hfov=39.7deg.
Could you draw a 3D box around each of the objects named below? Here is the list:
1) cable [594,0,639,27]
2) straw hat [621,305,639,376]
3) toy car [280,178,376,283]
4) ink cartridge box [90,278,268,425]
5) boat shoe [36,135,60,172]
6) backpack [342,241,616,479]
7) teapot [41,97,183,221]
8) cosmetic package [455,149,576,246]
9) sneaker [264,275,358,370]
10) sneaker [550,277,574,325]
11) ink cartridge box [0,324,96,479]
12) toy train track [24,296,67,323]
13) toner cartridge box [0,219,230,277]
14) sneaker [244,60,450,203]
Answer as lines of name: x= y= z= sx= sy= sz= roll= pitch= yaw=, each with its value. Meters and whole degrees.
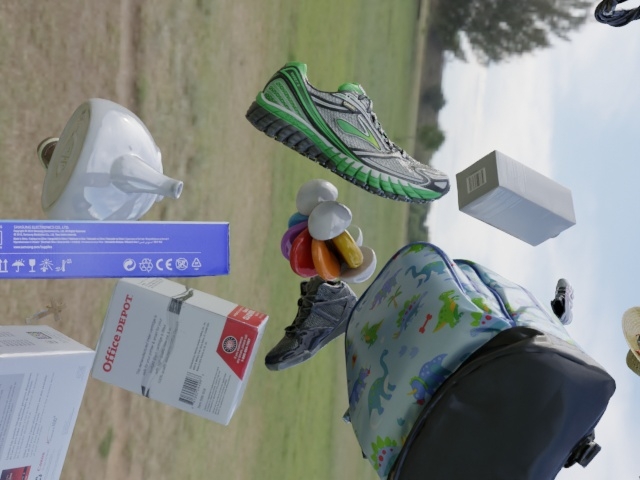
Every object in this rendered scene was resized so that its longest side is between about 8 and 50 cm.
cable: x=0.604 y=-0.451 z=1.643 sx=0.150 sy=0.185 sz=0.047 roll=82 pitch=-13 yaw=-71
straw hat: x=0.482 y=0.170 z=1.302 sx=0.144 sy=0.145 sz=0.061 roll=-81 pitch=-165 yaw=-48
toy car: x=0.000 y=0.000 z=1.498 sx=0.159 sy=0.136 sz=0.182 roll=58 pitch=2 yaw=-35
ink cartridge box: x=-0.260 y=0.193 z=1.639 sx=0.114 sy=0.273 sz=0.196 roll=-53 pitch=162 yaw=-79
boat shoe: x=-0.541 y=-0.111 z=1.978 sx=0.095 sy=0.095 sz=0.257 roll=-42 pitch=134 yaw=-15
backpack: x=0.160 y=0.153 z=1.053 sx=0.290 sy=0.273 sz=0.355 roll=-59 pitch=179 yaw=20
teapot: x=-0.363 y=-0.115 z=1.559 sx=0.252 sy=0.187 sz=0.256 roll=-47 pitch=-144 yaw=32
cosmetic package: x=0.417 y=-0.086 z=1.888 sx=0.127 sy=0.238 sz=0.107 roll=-34 pitch=-134 yaw=43
sneaker: x=-0.029 y=0.146 z=1.674 sx=0.087 sy=0.228 sz=0.130 roll=8 pitch=-52 yaw=62
sneaker: x=0.474 y=0.113 z=1.749 sx=0.069 sy=0.038 sz=0.098 roll=34 pitch=50 yaw=-52
ink cartridge box: x=-0.510 y=0.289 z=1.310 sx=0.272 sy=0.130 sz=0.309 roll=9 pitch=100 yaw=-59
toy train track: x=-0.511 y=0.133 z=1.648 sx=0.083 sy=0.014 sz=0.048 roll=-25 pitch=121 yaw=-38
toner cartridge box: x=-0.309 y=0.014 z=1.183 sx=0.165 sy=0.348 sz=0.075 roll=175 pitch=-85 yaw=-69
sneaker: x=0.059 y=-0.168 z=1.408 sx=0.146 sy=0.344 sz=0.134 roll=-60 pitch=-178 yaw=3
